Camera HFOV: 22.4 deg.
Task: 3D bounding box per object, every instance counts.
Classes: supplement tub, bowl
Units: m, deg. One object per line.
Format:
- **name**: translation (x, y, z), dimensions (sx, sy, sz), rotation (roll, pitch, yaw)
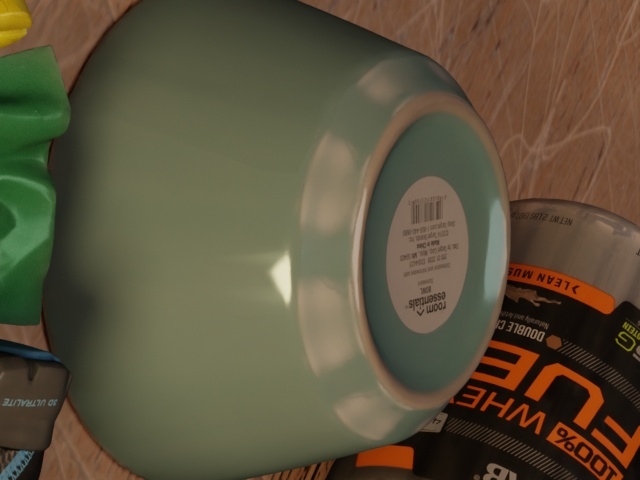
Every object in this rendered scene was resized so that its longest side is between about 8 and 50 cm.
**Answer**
- **supplement tub**: translation (0.125, 0.152, 1.106), dimensions (0.338, 0.207, 0.207), rotation (-61, 139, -33)
- **bowl**: translation (0.000, 0.000, 0.942), dimensions (0.311, 0.163, 0.312), rotation (-8, 100, -55)

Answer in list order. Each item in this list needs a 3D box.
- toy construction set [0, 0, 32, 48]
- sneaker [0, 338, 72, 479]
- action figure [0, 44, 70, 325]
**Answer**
- **toy construction set**: translation (-0.237, -0.109, 0.559), dimensions (0.327, 0.215, 0.151), rotation (-32, 84, -40)
- **sneaker**: translation (-0.230, 0.102, 0.641), dimensions (0.341, 0.125, 0.140), rotation (10, 89, -54)
- **action figure**: translation (-0.216, -0.018, 0.702), dimensions (0.232, 0.063, 0.137), rotation (-7, 101, -50)
